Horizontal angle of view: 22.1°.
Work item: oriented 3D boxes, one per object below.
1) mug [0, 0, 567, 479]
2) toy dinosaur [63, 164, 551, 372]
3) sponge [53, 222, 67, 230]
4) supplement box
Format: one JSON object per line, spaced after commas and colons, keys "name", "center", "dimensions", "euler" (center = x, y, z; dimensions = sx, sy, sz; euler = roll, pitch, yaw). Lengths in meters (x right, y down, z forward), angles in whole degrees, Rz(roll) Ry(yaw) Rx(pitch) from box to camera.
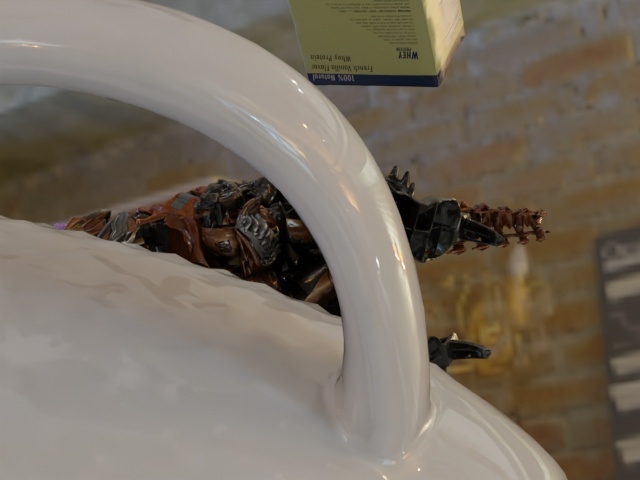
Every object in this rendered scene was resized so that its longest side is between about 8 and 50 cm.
{"name": "mug", "center": [-0.084, 0.094, 0.555], "dimensions": [0.328, 0.374, 0.276], "euler": [9, 30, 9]}
{"name": "toy dinosaur", "center": [0.000, 0.000, 1.035], "dimensions": [0.322, 0.164, 0.218], "euler": [-28, 28, -16]}
{"name": "sponge", "center": [-0.241, 0.099, 1.492], "dimensions": [0.031, 0.210, 0.117], "euler": [7, -19, -9]}
{"name": "supplement box", "center": [0.031, -0.137, 0.937], "dimensions": [0.083, 0.056, 0.083], "euler": [3, -49, 24]}
